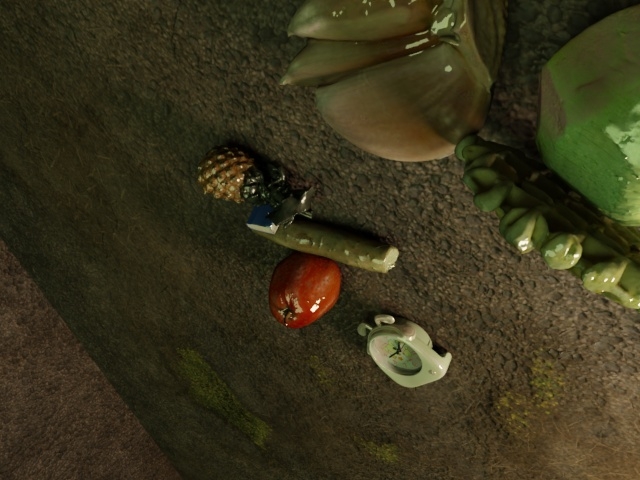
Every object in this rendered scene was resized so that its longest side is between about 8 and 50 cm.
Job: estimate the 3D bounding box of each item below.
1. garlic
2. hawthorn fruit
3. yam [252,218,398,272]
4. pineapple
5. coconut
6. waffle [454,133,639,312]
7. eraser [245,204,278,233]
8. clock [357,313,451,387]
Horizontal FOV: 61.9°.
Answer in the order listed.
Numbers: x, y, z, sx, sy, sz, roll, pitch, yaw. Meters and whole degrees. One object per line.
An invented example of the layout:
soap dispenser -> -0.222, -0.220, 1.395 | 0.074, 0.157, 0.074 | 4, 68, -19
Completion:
garlic -> 0.107, -0.233, 0.726 | 0.325, 0.132, 0.279 | -2, 127, 46
hawthorn fruit -> -0.047, 0.119, 1.110 | 0.162, 0.203, 0.163 | 20, 139, 19
yam -> 0.000, 0.000, 1.070 | 0.317, 0.067, 0.071 | 16, 162, 26
pineapple -> -0.117, -0.100, 1.032 | 0.237, 0.111, 0.119 | 22, 110, 17
coconut -> 0.342, -0.144, 0.593 | 0.236, 0.236, 0.205 | 38, 127, 0
waffle -> 0.303, -0.026, 0.648 | 0.309, 0.292, 0.056 | 23, 121, -13
eraser -> -0.106, -0.058, 1.081 | 0.063, 0.085, 0.027 | 12, 153, 26
clock -> 0.175, 0.231, 1.162 | 0.191, 0.062, 0.151 | 45, 140, -6
